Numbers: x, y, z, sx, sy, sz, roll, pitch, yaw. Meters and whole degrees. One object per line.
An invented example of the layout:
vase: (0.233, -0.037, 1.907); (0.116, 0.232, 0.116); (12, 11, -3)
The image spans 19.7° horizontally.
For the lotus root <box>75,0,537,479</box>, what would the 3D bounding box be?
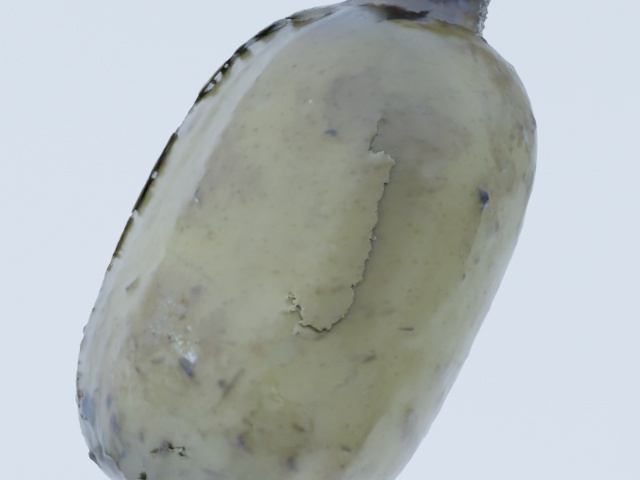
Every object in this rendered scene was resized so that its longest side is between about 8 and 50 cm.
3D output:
lotus root: (0.000, 0.000, 0.808); (0.160, 0.284, 0.146); (22, -8, 7)
